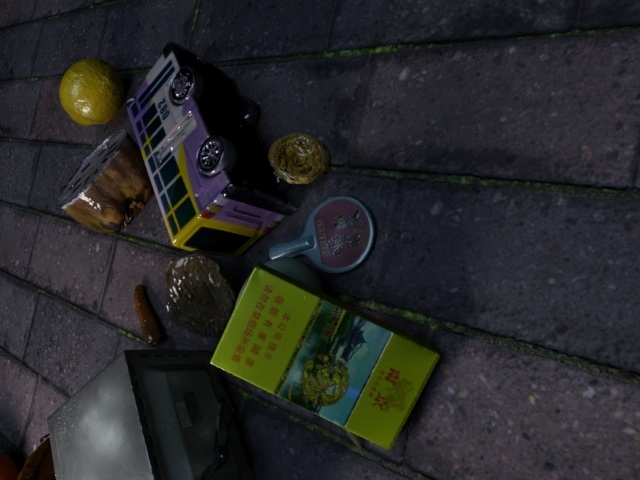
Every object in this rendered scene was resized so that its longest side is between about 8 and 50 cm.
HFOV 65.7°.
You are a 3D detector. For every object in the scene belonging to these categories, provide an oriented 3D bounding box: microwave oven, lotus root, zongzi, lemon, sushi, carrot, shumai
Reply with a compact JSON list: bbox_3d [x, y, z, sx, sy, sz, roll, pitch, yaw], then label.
[{"bbox_3d":[-0.332,0.481,1.007,0.374,0.236,0.432,-38,61,24],"label":"microwave oven"},{"bbox_3d":[-0.541,-0.138,1.304,0.272,0.192,0.272,-31,30,20],"label":"lotus root"},{"bbox_3d":[0.042,0.332,0.896,0.076,0.040,0.084,-5,95,42],"label":"zongzi"},{"bbox_3d":[-0.680,-0.443,1.485,0.193,0.181,0.180,-43,52,-18],"label":"lemon"},{"bbox_3d":[-0.600,0.563,1.179,0.166,0.296,0.179,12,124,18],"label":"sushi"},{"bbox_3d":[-0.447,0.191,1.273,0.047,0.047,0.191,-48,52,19],"label":"carrot"},{"bbox_3d":[-0.268,0.103,1.111,0.161,0.210,0.153,-17,28,-5],"label":"shumai"}]

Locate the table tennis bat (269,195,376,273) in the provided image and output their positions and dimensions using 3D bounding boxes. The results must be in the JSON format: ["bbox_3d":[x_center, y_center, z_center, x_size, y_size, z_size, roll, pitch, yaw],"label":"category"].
[{"bbox_3d":[0.000,0.000,0.991,0.244,0.040,0.153,-17,72,28],"label":"table tennis bat"}]

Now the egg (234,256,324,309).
[{"bbox_3d":[-0.079,0.143,0.933,0.168,0.168,0.231,22,98,37],"label":"egg"}]

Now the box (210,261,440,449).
[{"bbox_3d":[0.007,0.192,0.825,0.334,0.047,0.187,26,97,0],"label":"box"}]

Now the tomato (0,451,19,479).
[{"bbox_3d":[-1.028,0.744,1.455,0.255,0.255,0.225,-40,76,23],"label":"tomato"}]

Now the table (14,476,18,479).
[{"bbox_3d":[-0.685,0.772,1.231,0.317,0.317,0.249,52,124,31],"label":"table"}]

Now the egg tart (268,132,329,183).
[{"bbox_3d":[-0.044,-0.165,1.031,0.128,0.049,0.129,0,63,-1],"label":"egg tart"}]

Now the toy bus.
[{"bbox_3d":[-0.260,-0.199,1.110,0.249,0.209,0.440,-39,62,24],"label":"toy bus"}]
